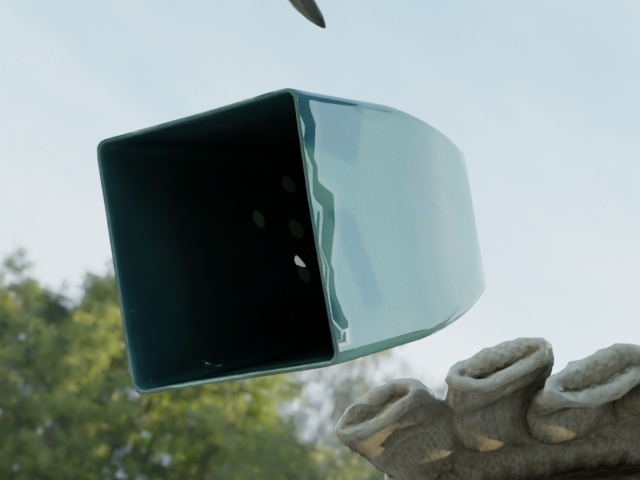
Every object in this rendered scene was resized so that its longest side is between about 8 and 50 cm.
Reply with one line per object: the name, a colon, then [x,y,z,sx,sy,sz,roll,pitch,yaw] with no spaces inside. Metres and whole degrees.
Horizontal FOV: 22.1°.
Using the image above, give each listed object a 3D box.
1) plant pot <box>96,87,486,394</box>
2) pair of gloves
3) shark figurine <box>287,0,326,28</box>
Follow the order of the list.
plant pot: [0.000,0.000,1.096,0.165,0.166,0.234,-12,-5,35]
pair of gloves: [0.131,0.050,0.436,0.240,0.042,0.204,-20,-28,4]
shark figurine: [-0.022,-0.190,1.037,0.116,0.166,0.278,52,3,-9]
